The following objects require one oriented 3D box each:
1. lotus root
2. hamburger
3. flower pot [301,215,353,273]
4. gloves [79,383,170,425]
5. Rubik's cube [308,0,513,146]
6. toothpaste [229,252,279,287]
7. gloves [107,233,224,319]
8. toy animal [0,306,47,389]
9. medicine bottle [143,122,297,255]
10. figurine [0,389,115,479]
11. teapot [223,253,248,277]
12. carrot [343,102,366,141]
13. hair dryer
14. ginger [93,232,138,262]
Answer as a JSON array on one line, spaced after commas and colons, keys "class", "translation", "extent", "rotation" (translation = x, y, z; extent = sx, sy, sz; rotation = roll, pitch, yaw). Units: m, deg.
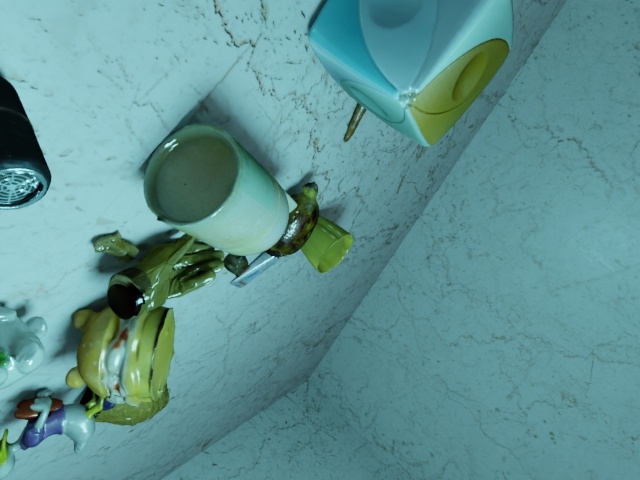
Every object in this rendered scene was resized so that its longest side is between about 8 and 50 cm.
[{"class": "lotus root", "translation": [-0.093, -0.059, 1.457], "extent": [0.314, 0.141, 0.169], "rotation": [-57, 160, 18]}, {"class": "hamburger", "translation": [-0.517, 0.290, 1.137], "extent": [0.237, 0.276, 0.276], "rotation": [6, 138, -8]}, {"class": "flower pot", "translation": [0.000, 0.000, 1.672], "extent": [0.195, 0.179, 0.195], "rotation": [-37, 154, -21]}, {"class": "gloves", "translation": [-0.622, 0.526, 1.441], "extent": [0.203, 0.155, 0.356], "rotation": [-47, 161, 7]}, {"class": "Rubik's cube", "translation": [0.227, -0.484, 1.071], "extent": [0.352, 0.351, 0.347], "rotation": [-50, 158, 11]}, {"class": "toothpaste", "translation": [-0.225, 0.096, 1.598], "extent": [0.234, 0.057, 0.089], "rotation": [-41, 156, 0]}, {"class": "gloves", "translation": [-0.390, 0.081, 1.119], "extent": [0.141, 0.154, 0.331], "rotation": [-22, -171, 32]}, {"class": "toy animal", "translation": [-0.686, 0.283, 0.839], "extent": [0.154, 0.209, 0.324], "rotation": [128, -25, -52]}, {"class": "medicine bottle", "translation": [-0.210, -0.087, 1.076], "extent": [0.235, 0.236, 0.406], "rotation": [-48, 157, 0]}, {"class": "figurine", "translation": [-0.729, 0.503, 1.148], "extent": [0.421, 0.193, 0.154], "rotation": [-23, -169, -34]}, {"class": "teapot", "translation": [-0.277, 0.085, 1.454], "extent": [0.076, 0.068, 0.121], "rotation": [-32, 152, -35]}, {"class": "carrot", "translation": [0.113, -0.391, 1.433], "extent": [0.036, 0.036, 0.165], "rotation": [-23, 149, -46]}, {"class": "hair dryer", "translation": [-0.540, -0.059, 0.644], "extent": [0.352, 0.189, 0.107], "rotation": [-41, 159, 20]}, {"class": "ginger", "translation": [-0.477, 0.021, 1.028], "extent": [0.058, 0.044, 0.137], "rotation": [-30, 156, 3]}]
